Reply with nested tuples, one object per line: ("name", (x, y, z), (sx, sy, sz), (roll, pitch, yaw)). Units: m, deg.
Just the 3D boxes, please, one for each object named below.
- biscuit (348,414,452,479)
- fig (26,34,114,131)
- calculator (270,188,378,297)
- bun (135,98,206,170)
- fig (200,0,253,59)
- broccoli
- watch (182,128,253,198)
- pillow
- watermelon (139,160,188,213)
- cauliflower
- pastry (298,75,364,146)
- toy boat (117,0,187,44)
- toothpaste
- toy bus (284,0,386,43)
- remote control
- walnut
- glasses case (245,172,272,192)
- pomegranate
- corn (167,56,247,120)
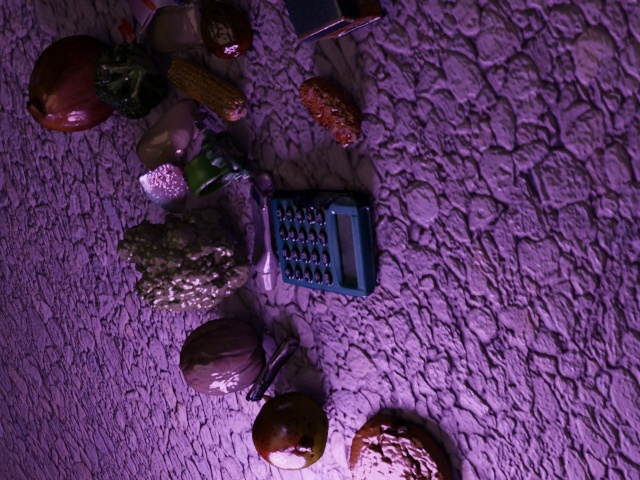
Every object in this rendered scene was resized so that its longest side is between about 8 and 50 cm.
("biscuit", (0.188, 0.564, 1.810), (0.296, 0.075, 0.296), (15, 118, 30))
("fig", (-0.618, -0.388, 1.875), (0.224, 0.224, 0.263), (25, 81, 25))
("calculator", (0.000, 0.000, 1.701), (0.274, 0.058, 0.248), (8, 114, 35))
("bun", (-0.340, -0.242, 1.776), (0.128, 0.178, 0.193), (42, 117, -11))
("fig", (-0.210, -0.470, 1.617), (0.109, 0.103, 0.155), (-22, 85, 4))
("broccoli", (-0.449, -0.386, 1.778), (0.156, 0.195, 0.195), (-37, 87, 36))
("watch", (-0.258, -0.172, 1.740), (0.152, 0.165, 0.131), (-32, 86, 25))
("pillow", (-0.334, -0.493, 1.722), (0.208, 0.053, 0.119), (3, 112, 37))
("watermelon", (-0.356, -0.127, 1.723), (0.180, 0.094, 0.081), (84, 178, -61))
("cauliflower", (-0.337, 0.029, 1.851), (0.260, 0.327, 0.281), (-62, 26, 22))
("pastry", (0.030, -0.275, 1.555), (0.169, 0.063, 0.087), (48, 139, 2))
("toy boat", (-0.368, -0.601, 1.672), (0.318, 0.072, 0.219), (-27, 83, 36))
("toothpaste", (-0.137, -0.006, 1.781), (0.099, 0.068, 0.282), (21, 128, 33))
("toy bus", (-0.005, -0.523, 1.395), (0.138, 0.167, 0.275), (-13, 102, 40))
("remote control", (-0.122, 0.329, 1.898), (0.028, 0.059, 0.212), (46, 111, 33))
("walnut", (-0.254, 0.301, 1.916), (0.224, 0.224, 0.224), (15, 119, 30))
("glasses case", (-0.146, -0.135, 1.769), (0.083, 0.021, 0.032), (-22, 95, 40))
("pomegranate", (-0.084, 0.461, 1.898), (0.198, 0.198, 0.246), (-62, 39, 37))
("corn", (-0.258, -0.349, 1.717), (0.238, 0.080, 0.080), (36, 127, 21))
